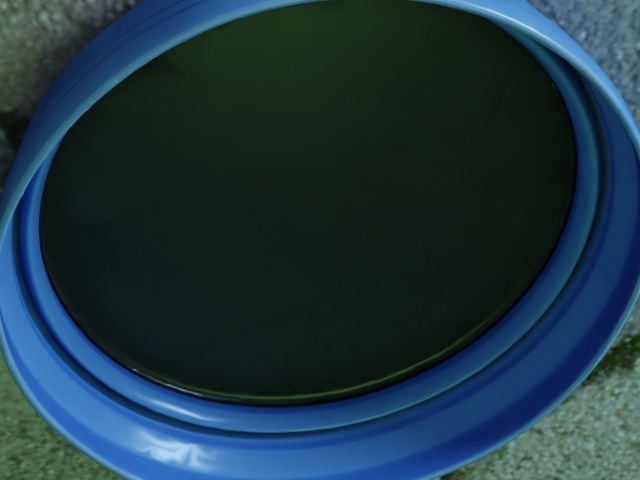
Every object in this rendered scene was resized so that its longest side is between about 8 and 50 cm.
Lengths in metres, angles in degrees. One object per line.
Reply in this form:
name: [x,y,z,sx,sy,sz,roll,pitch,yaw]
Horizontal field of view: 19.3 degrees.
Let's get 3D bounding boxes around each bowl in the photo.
bowl: [0.000,0.000,1.116,0.391,0.077,0.391,-6,130,-7]
